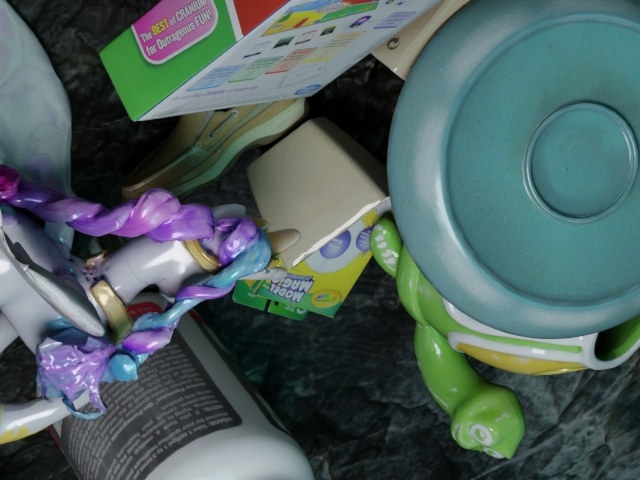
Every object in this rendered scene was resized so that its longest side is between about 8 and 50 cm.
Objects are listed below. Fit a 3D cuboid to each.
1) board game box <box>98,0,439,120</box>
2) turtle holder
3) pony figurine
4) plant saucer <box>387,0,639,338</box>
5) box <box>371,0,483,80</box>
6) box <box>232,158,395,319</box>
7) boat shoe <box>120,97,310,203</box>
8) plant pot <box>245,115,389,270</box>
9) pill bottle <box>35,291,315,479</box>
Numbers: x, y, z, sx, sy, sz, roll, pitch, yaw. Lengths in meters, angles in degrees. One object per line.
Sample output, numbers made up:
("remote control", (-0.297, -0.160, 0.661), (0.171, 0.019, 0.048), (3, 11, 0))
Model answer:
("board game box", (0.019, -0.205, 1.371), (0.316, 0.064, 0.242), (-34, 169, 33))
("turtle holder", (0.188, 0.030, 1.676), (0.320, 0.227, 0.243), (-50, 148, -3))
("pony figurine", (-0.238, 0.010, 1.402), (0.363, 0.303, 0.351), (-28, 137, 17))
("plant saucer", (0.213, -0.067, 1.511), (0.317, 0.043, 0.318), (-3, 101, -15))
("box", (0.170, -0.263, 1.552), (0.148, 0.121, 0.311), (29, 104, -42))
("box", (0.000, 0.000, 1.690), (0.105, 0.043, 0.179), (17, 113, -41))
("boat shoe", (-0.100, -0.097, 1.540), (0.190, 0.068, 0.072), (-37, 122, -23))
("plant pot", (-0.005, -0.049, 1.580), (0.109, 0.096, 0.109), (-37, 179, 13))
("pill bottle", (-0.113, 0.199, 1.563), (0.176, 0.318, 0.176), (-17, 130, -22))
